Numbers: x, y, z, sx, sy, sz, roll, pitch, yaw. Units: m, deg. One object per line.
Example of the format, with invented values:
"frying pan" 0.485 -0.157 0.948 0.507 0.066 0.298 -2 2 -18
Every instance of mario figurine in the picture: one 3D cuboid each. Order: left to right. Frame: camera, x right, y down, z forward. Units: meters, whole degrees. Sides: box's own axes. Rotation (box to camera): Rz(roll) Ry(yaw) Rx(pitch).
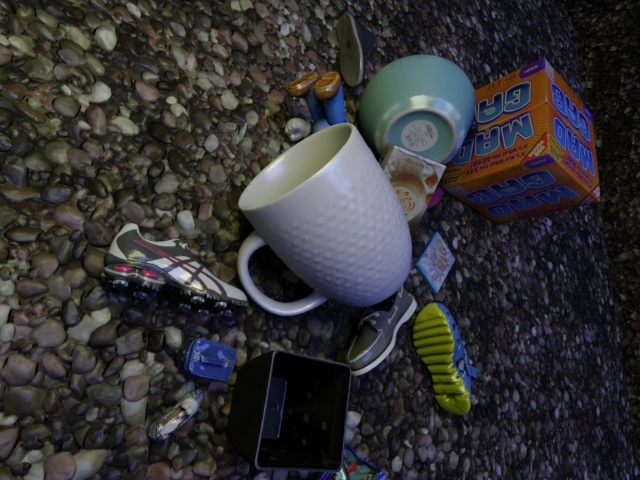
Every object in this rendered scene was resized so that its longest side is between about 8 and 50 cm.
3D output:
"mario figurine" 0.023 -0.216 1.050 0.198 0.170 0.320 -109 175 -53

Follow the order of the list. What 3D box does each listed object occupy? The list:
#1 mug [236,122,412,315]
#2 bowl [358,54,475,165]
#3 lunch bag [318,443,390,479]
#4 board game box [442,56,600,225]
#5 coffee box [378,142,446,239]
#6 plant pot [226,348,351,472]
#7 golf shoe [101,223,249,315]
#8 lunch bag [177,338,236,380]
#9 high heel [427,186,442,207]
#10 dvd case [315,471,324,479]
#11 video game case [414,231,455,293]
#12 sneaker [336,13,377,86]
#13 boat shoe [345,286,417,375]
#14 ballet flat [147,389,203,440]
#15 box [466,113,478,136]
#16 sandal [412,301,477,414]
"mug" 0.000 0.000 0.933 0.374 0.276 0.328 -38 114 -4
"bowl" 0.252 -0.298 1.165 0.312 0.312 0.163 40 36 -26
"lunch bag" 0.047 0.613 0.893 0.293 0.138 0.220 -43 111 -22
"board game box" 0.677 -0.309 1.527 0.357 0.357 0.355 24 64 -34
"coffee box" 0.186 -0.099 1.111 0.141 0.098 0.246 19 104 -10
"plant pot" -0.071 0.315 0.842 0.188 0.167 0.187 23 65 -34
"golf shoe" -0.243 0.060 0.808 0.273 0.105 0.120 25 56 -35
"lunch bag" -0.208 0.216 0.817 0.099 0.065 0.067 25 63 -35
"high heel" 0.271 -0.142 1.320 0.244 0.082 0.117 -28 108 -29
"dvd case" 0.030 0.551 0.970 0.119 0.013 0.087 54 51 -18
"video game case" 0.356 0.066 1.380 0.119 0.015 0.166 54 51 -17
"sneaker" 0.121 -0.538 1.292 0.118 0.083 0.221 5 75 -41
"boat shoe" 0.139 0.204 1.097 0.305 0.109 0.091 -43 107 -45
"ballet flat" -0.245 0.306 0.780 0.114 0.041 0.041 -36 103 -41
"box" 0.351 -0.407 1.402 0.248 0.163 0.141 14 66 -38
"sandal" 0.356 0.315 1.253 0.138 0.126 0.316 -28 105 -45
